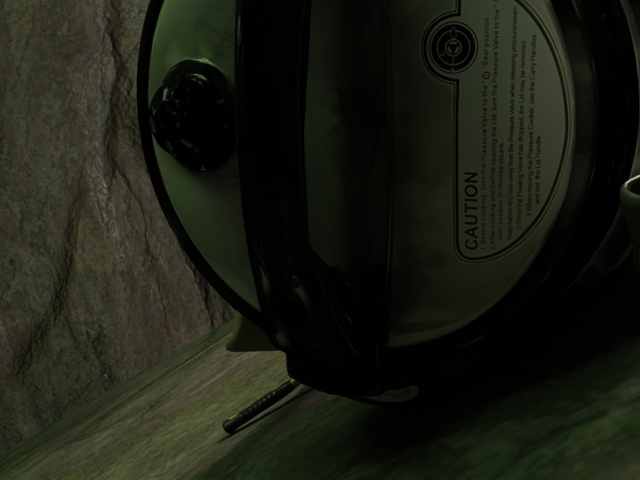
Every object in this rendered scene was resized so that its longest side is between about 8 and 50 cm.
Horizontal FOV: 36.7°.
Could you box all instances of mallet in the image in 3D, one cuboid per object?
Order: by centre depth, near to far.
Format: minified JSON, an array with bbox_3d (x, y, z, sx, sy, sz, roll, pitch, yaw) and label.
[{"bbox_3d":[-0.024,0.146,1.003,0.189,0.039,0.062,-35,-4,0],"label":"mallet"}]

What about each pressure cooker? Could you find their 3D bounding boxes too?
[{"bbox_3d":[0.072,-0.101,0.726,0.375,0.370,0.420,-44,-12,32],"label":"pressure cooker"}]

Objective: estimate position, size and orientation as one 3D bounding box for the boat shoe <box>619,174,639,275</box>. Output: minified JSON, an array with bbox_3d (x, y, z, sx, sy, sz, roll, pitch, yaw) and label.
[{"bbox_3d":[0.284,-0.044,0.412,0.335,0.096,0.112,-29,3,38],"label":"boat shoe"}]

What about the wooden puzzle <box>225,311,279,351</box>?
[{"bbox_3d":[0.000,0.000,0.994,0.044,0.239,0.221,12,3,33],"label":"wooden puzzle"}]
